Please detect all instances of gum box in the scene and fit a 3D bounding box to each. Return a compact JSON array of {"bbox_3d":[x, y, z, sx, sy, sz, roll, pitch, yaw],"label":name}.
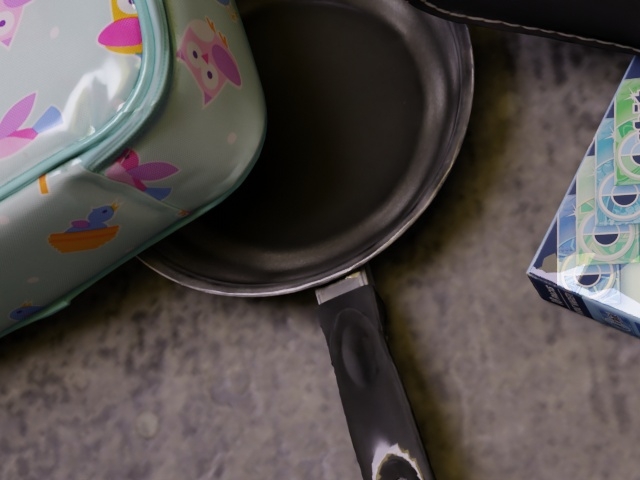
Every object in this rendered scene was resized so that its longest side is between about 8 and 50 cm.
[{"bbox_3d":[0.206,-0.015,0.792,0.184,0.041,0.157,23,80,25],"label":"gum box"}]

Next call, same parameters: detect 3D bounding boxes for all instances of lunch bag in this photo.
[{"bbox_3d":[-0.174,-0.073,0.870,0.279,0.108,0.224,-29,61,22],"label":"lunch bag"}]

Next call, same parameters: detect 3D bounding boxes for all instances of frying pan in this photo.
[{"bbox_3d":[0.020,-0.022,0.850,0.197,0.053,0.326,-44,64,1],"label":"frying pan"}]

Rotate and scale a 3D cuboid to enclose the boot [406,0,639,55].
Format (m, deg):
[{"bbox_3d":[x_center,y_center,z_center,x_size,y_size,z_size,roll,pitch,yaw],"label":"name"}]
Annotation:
[{"bbox_3d":[0.190,-0.020,0.706,0.377,0.138,0.284,7,73,14],"label":"boot"}]
